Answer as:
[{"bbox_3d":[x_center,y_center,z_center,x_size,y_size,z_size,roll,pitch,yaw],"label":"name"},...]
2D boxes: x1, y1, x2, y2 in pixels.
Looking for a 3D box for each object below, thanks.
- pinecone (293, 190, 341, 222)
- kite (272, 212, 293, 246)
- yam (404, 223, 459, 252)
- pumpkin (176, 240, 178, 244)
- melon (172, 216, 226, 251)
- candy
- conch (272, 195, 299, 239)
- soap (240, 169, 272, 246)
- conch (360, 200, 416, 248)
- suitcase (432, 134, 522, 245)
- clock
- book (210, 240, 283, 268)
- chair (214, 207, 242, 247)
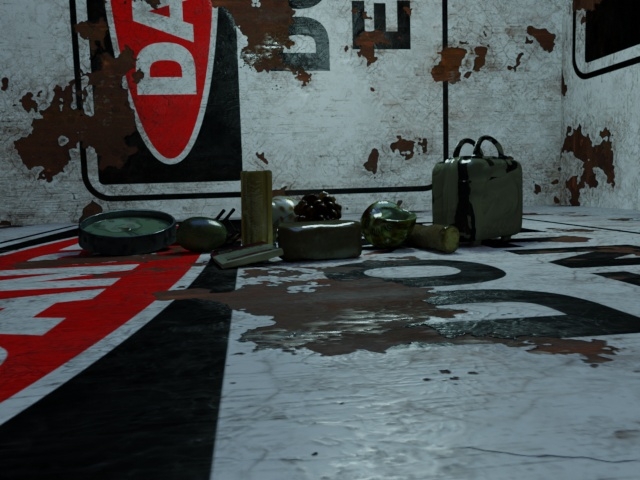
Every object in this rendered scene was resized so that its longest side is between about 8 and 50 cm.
[{"bbox_3d":[-0.012,-0.075,1.925,0.150,0.179,0.195,26,22,-19],"label":"pinecone"},{"bbox_3d":[-0.155,-0.019,1.908,0.160,0.010,0.183,-28,29,17],"label":"kite"},{"bbox_3d":[0.310,-0.017,1.733,0.081,0.081,0.356,-4,6,-18],"label":"yam"},{"bbox_3d":[-0.513,-0.012,2.052,0.083,0.054,0.074,-5,0,14],"label":"pumpkin"},{"bbox_3d":[-0.379,-0.020,1.786,0.167,0.114,0.114,0,6,-6],"label":"melon"},{"bbox_3d":[0.000,0.000,1.545,0.234,0.104,0.102,-4,11,-21],"label":"candy"},{"bbox_3d":[-0.144,-0.076,2.102,0.274,0.183,0.149,3,-27,-12],"label":"conch"},{"bbox_3d":[-0.189,-0.084,1.692,0.092,0.252,0.037,-3,10,-18],"label":"soap"},{"bbox_3d":[0.214,-0.048,1.751,0.187,0.124,0.181,0,29,23],"label":"conch"},{"bbox_3d":[0.507,-0.161,1.800,0.351,0.339,0.194,-6,7,-44],"label":"suitcase"},{"bbox_3d":[-0.638,-0.033,1.893,0.318,0.066,0.319,3,20,-1],"label":"clock"},{"bbox_3d":[-0.205,0.037,1.540,0.162,0.022,0.232,-15,10,-17],"label":"book"},{"bbox_3d":[-0.359,-0.009,1.946,0.212,0.101,0.084,-39,-9,20],"label":"chair"}]
